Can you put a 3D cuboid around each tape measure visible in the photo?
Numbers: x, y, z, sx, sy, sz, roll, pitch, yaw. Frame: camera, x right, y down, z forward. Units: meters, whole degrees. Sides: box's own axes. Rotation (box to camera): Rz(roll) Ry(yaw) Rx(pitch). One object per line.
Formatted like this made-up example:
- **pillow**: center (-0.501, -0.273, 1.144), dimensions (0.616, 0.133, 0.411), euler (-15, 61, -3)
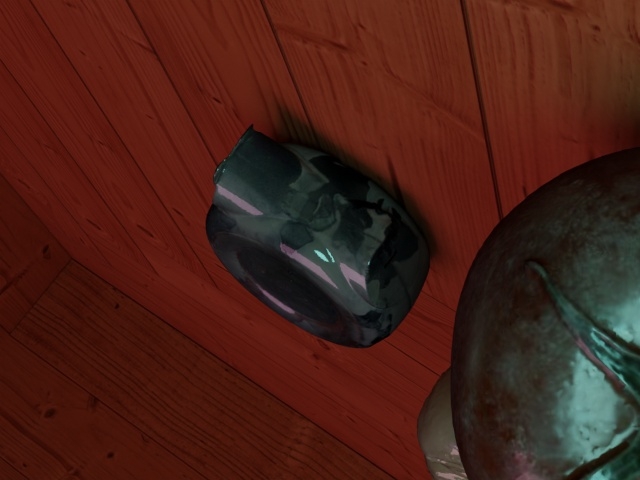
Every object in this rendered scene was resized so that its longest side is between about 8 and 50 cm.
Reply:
- **tape measure**: center (0.000, 0.000, 1.621), dimensions (0.256, 0.147, 0.275), euler (33, 162, 9)

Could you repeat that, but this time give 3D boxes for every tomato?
- **tomato**: center (0.241, 0.095, 0.972), dimensions (0.316, 0.317, 0.282), euler (37, -172, 0)

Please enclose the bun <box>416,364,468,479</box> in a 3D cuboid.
- **bun**: center (0.283, 0.226, 1.488), dimensions (0.365, 0.219, 0.365), euler (27, 158, 12)
